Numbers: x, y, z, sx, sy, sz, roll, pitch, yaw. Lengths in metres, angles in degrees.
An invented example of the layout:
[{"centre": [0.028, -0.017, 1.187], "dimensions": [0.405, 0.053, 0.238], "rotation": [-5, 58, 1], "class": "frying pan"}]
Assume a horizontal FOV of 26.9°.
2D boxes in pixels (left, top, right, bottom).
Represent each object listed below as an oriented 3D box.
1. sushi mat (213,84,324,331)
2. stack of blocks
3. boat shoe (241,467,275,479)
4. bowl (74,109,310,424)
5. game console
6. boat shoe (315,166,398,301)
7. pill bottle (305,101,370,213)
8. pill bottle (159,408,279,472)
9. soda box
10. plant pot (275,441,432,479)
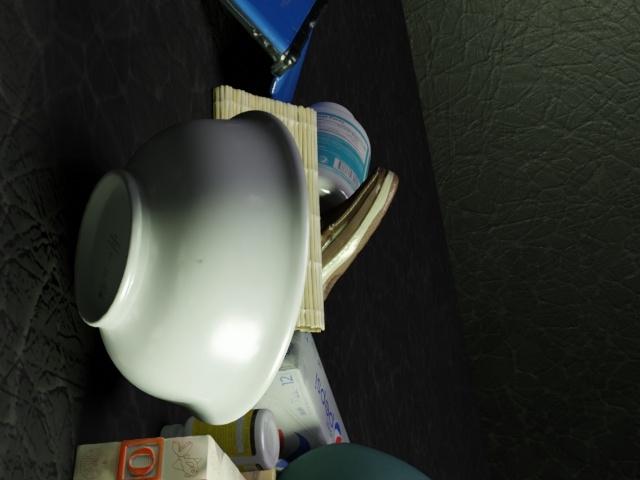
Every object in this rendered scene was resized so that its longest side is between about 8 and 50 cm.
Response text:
[{"centre": [-0.067, -0.041, 1.701], "dimensions": [0.019, 0.151, 0.316], "rotation": [-34, -128, 53], "class": "sushi mat"}, {"centre": [-0.100, 0.285, 1.277], "dimensions": [0.297, 0.171, 0.087], "rotation": [63, 24, -54], "class": "stack of blocks"}, {"centre": [-0.068, 0.378, 1.493], "dimensions": [0.121, 0.110, 0.341], "rotation": [68, 20, -48], "class": "boat shoe"}, {"centre": [-0.137, 0.014, 1.216], "dimensions": [0.298, 0.134, 0.297], "rotation": [-29, -124, 55], "class": "bowl"}, {"centre": [-0.098, -0.281, 1.894], "dimensions": [0.250, 0.173, 0.293], "rotation": [46, 24, -13], "class": "game console"}, {"centre": [0.000, 0.001, 1.762], "dimensions": [0.257, 0.095, 0.095], "rotation": [-55, -176, 5], "class": "boat shoe"}, {"centre": [-0.005, -0.097, 1.928], "dimensions": [0.264, 0.146, 0.146], "rotation": [-77, 156, -55], "class": "pill bottle"}, {"centre": [-0.106, 0.213, 1.403], "dimensions": [0.065, 0.116, 0.065], "rotation": [-7, 90, -77], "class": "pill bottle"}, {"centre": [-0.032, 0.232, 1.762], "dimensions": [0.098, 0.091, 0.286], "rotation": [-85, 163, -47], "class": "soda box"}, {"centre": [0.036, 0.370, 1.674], "dimensions": [0.195, 0.290, 0.290], "rotation": [60, -4, 40], "class": "plant pot"}]
